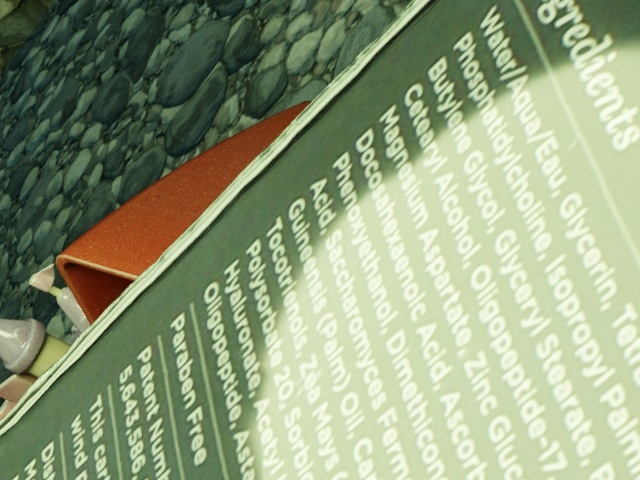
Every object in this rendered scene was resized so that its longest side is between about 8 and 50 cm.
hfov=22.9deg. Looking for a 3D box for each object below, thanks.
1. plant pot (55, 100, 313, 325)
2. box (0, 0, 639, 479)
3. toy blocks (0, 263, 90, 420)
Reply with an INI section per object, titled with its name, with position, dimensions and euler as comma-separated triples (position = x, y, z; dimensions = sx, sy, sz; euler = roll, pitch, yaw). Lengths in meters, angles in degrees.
[plant pot]
position = 0.019, 0.049, 1.156
dimensions = 0.267, 0.267, 0.236
euler = 14, 52, 35
[box]
position = 0.202, 0.121, 0.537
dimensions = 0.472, 0.479, 0.297
euler = -45, 42, 27
[toy blocks]
position = -0.222, 0.130, 1.513
dimensions = 0.288, 0.260, 0.309
euler = -37, 35, 38
